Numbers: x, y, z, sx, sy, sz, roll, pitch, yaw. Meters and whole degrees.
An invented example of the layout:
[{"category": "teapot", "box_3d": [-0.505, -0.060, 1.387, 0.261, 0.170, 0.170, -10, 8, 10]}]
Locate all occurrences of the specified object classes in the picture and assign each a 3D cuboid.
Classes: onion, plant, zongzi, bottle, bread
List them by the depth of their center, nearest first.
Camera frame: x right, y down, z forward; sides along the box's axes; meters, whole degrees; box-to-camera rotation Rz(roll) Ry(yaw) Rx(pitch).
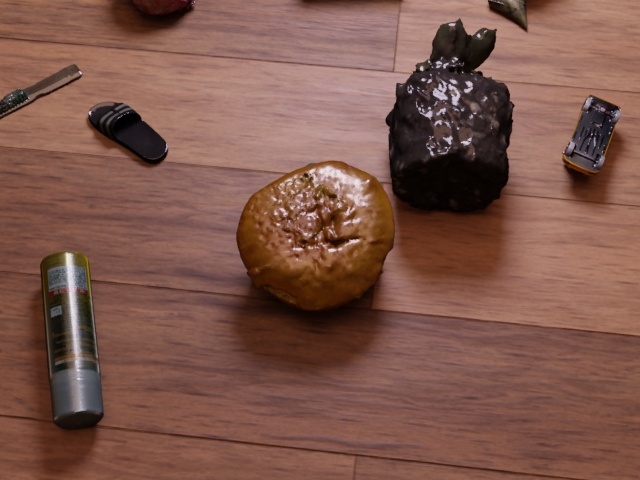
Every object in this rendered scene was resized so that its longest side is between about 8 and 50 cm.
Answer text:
[{"category": "bottle", "box_3d": [-0.405, 0.159, 1.523, 0.082, 0.082, 0.286, -11, 63, -5]}, {"category": "bread", "box_3d": [0.000, 0.000, 1.556, 0.268, 0.145, 0.268, -1, 73, 2]}, {"category": "plant", "box_3d": [0.223, -0.220, 1.635, 0.213, 0.215, 0.312, 1, 68, -3]}, {"category": "onion", "box_3d": [-0.320, -0.532, 1.815, 0.160, 0.195, 0.159, -1, 72, 2]}, {"category": "zongzi", "box_3d": [0.370, -0.455, 1.860, 0.076, 0.040, 0.083, -2, 80, 7]}]

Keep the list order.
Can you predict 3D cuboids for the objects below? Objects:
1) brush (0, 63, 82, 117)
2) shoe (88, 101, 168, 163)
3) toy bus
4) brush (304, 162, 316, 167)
[{"category": "brush", "box_3d": [-0.546, -0.288, 1.785, 0.190, 0.027, 0.034, -30, 68, -15]}, {"category": "shoe", "box_3d": [-0.356, -0.212, 1.731, 0.179, 0.049, 0.071, 36, 68, 18]}, {"category": "toy bus", "box_3d": [0.483, -0.182, 1.692, 0.070, 0.074, 0.162, 25, 64, 5]}, {"category": "brush", "box_3d": [0.041, -0.063, 1.665, 0.193, 0.032, 0.043, 44, 70, 7]}]
